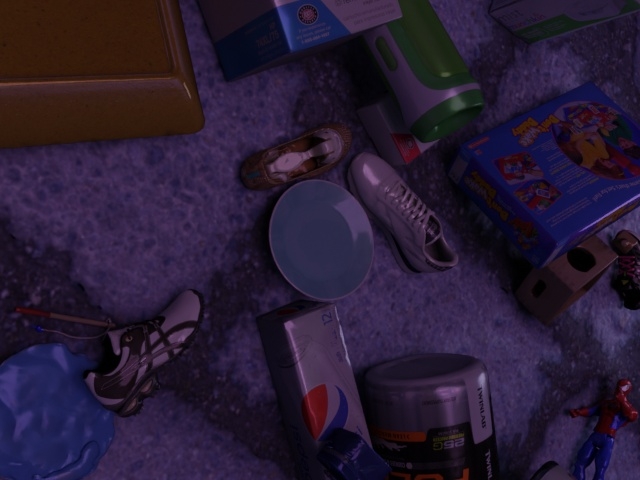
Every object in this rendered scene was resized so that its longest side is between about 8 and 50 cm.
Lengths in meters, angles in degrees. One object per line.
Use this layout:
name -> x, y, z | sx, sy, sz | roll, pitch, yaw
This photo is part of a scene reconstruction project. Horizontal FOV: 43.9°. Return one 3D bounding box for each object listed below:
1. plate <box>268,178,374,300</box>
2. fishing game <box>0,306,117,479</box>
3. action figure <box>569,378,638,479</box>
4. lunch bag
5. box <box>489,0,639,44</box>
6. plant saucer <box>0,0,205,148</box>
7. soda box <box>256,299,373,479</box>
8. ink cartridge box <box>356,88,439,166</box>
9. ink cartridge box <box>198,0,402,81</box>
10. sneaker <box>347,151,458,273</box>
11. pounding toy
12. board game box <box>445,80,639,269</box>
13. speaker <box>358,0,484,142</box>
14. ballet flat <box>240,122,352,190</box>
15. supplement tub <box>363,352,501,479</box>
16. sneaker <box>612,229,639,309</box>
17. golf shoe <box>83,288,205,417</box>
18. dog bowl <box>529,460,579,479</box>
plate -> 0.000, 0.000, 1.209 | 0.188, 0.024, 0.188 | 8, 74, -30
fishing game -> -0.345, 0.221, 1.008 | 0.189, 0.041, 0.264 | 15, 76, -37
action figure -> 0.504, 0.367, 1.469 | 0.139, 0.091, 0.280 | 45, 68, -35
lunch bag -> 0.042, 0.312, 1.102 | 0.098, 0.067, 0.065 | 49, 68, -20
box -> 0.443, -0.489, 1.353 | 0.127, 0.262, 0.231 | 25, 76, -28
plant saucer -> -0.313, -0.289, 0.973 | 0.333, 0.081, 0.332 | -10, 84, -31
soda box -> -0.003, 0.236, 1.173 | 0.091, 0.098, 0.286 | -19, 99, -29
ink cartridge box -> 0.150, -0.204, 1.289 | 0.150, 0.063, 0.109 | -37, 106, -25
ink cartridge box -> -0.056, -0.390, 1.093 | 0.198, 0.197, 0.270 | -26, 102, -29
sneaker -> 0.135, -0.047, 1.261 | 0.090, 0.095, 0.235 | -45, 109, -21
pounding toy -> 0.462, 0.025, 1.399 | 0.206, 0.181, 0.094 | -32, 68, -27
board game box -> 0.424, -0.123, 1.371 | 0.347, 0.078, 0.233 | -26, 65, -28
speaker -> 0.128, -0.300, 1.195 | 0.131, 0.131, 0.296 | -22, 79, -29
ballet flat -> -0.020, -0.125, 1.185 | 0.206, 0.067, 0.073 | -29, 102, -28
supplement tub -> 0.178, 0.346, 1.223 | 0.194, 0.194, 0.315 | -10, 94, -30
sneaker -> 0.609, 0.064, 1.555 | 0.075, 0.063, 0.170 | -30, 109, -34
golf shoe -> -0.229, 0.131, 1.043 | 0.094, 0.077, 0.198 | 46, 58, -25
dog bowl -> 0.350, 0.562, 1.233 | 0.408, 0.150, 0.407 | -37, 137, -44
